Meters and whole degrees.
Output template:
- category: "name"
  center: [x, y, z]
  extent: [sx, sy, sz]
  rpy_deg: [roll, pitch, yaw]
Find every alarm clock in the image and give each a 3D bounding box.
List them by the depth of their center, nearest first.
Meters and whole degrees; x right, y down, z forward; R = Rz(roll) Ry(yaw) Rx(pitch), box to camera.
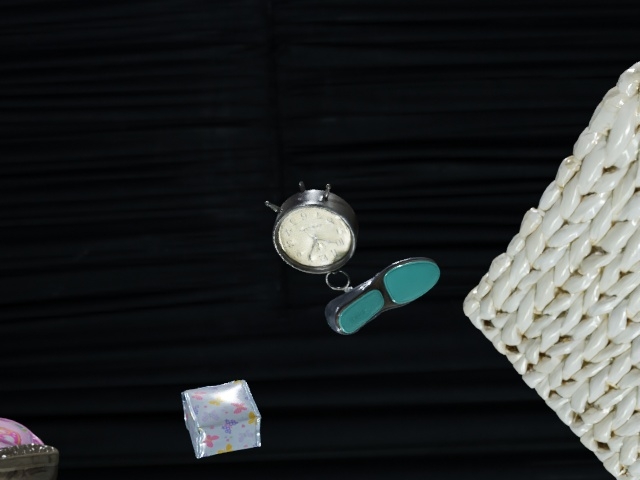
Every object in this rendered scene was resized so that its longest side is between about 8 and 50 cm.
- category: "alarm clock"
  center: [0.000, 0.000, 1.456]
  extent: [0.064, 0.129, 0.192]
  rpy_deg: [-75, -33, -57]

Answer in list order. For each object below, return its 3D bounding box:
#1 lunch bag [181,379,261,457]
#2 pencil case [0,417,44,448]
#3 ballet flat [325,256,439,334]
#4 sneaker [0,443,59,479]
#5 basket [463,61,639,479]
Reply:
- category: "lunch bag"
  center: [-0.104, 0.182, 0.977]
  extent: [0.083, 0.071, 0.053]
  rpy_deg: [-125, 32, -54]
- category: "pencil case"
  center: [-0.483, 0.379, 1.259]
  extent: [0.284, 0.124, 0.124]
  rpy_deg: [-63, -1, -3]
- category: "ballet flat"
  center: [0.091, 0.080, 1.461]
  extent: [0.074, 0.203, 0.074]
  rpy_deg: [47, 154, 31]
- category: "sneaker"
  center: [-0.350, 0.250, 0.938]
  extent: [0.066, 0.188, 0.071]
  rpy_deg: [4, 89, 47]
- category: "basket"
  center: [0.331, -0.004, 0.707]
  extent: [0.266, 0.331, 0.328]
  rpy_deg: [43, 146, 14]
